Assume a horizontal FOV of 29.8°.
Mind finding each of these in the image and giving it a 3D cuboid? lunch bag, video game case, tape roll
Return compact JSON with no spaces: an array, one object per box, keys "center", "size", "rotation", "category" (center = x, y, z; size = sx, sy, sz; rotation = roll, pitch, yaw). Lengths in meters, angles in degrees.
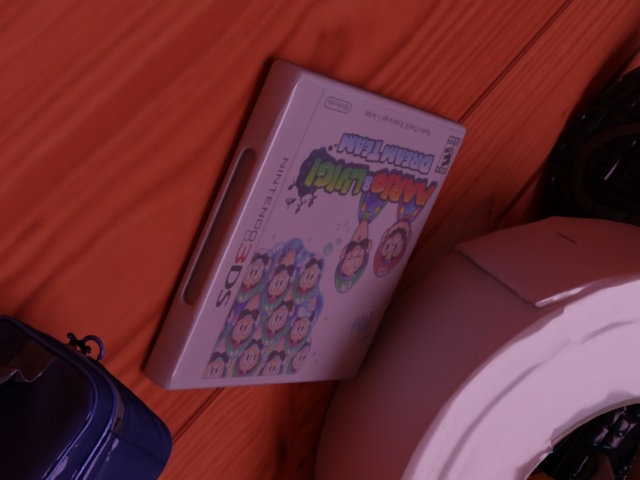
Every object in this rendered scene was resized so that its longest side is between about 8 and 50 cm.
[{"center":[-0.102,0.074,0.405],"size":[0.098,0.067,0.065],"rotation":[-57,150,-9],"category":"lunch bag"},{"center":[0.000,0.000,0.547],"size":[0.157,0.019,0.143],"rotation":[7,109,-58],"category":"video game case"},{"center":[0.142,0.132,0.659],"size":[0.286,0.100,0.286],"rotation":[-6,110,-17],"category":"tape roll"}]

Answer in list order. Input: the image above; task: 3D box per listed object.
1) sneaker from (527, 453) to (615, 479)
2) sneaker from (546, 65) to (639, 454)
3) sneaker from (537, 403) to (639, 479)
[{"center":[0.104,0.178,0.771],"size":[0.185,0.069,0.084],"rotation":[-1,84,-16],"category":"sneaker"},{"center":[0.188,0.005,0.775],"size":[0.286,0.109,0.130],"rotation":[-57,158,11],"category":"sneaker"},{"center":[0.159,0.201,0.874],"size":[0.283,0.107,0.124],"rotation":[-43,-175,3],"category":"sneaker"}]
